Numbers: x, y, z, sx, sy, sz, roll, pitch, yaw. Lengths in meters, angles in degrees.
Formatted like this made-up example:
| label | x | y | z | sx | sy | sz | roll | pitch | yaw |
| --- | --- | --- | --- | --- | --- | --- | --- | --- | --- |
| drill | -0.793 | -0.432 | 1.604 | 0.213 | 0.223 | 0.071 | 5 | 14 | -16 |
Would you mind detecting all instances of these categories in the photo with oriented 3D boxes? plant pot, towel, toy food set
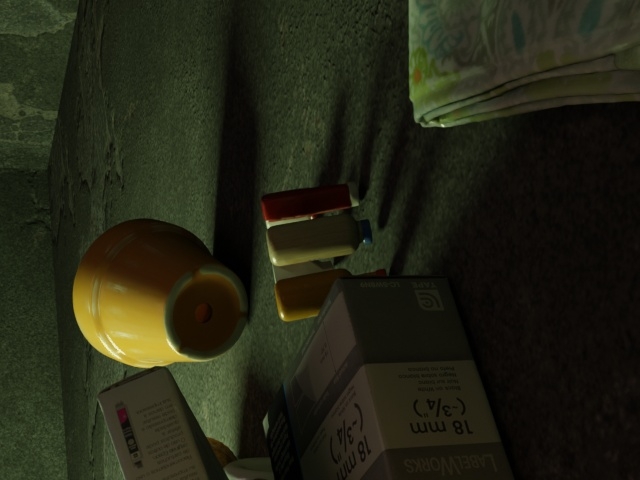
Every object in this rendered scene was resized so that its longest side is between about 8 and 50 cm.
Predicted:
| label | x | y | z | sx | sy | sz | roll | pitch | yaw |
| --- | --- | --- | --- | --- | --- | --- | --- | --- | --- |
| plant pot | -0.200 | 0.081 | 1.402 | 0.188 | 0.205 | 0.205 | 11 | 99 | 53 |
| towel | 0.148 | -0.263 | 0.658 | 0.320 | 0.090 | 0.375 | -178 | 89 | -68 |
| toy food set | 0.000 | 0.000 | 1.053 | 0.232 | 0.104 | 0.111 | -110 | 10 | -80 |

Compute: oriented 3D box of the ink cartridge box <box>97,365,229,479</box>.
| label | x | y | z | sx | sy | sz | roll | pitch | yaw |
| --- | --- | --- | --- | --- | --- | --- | --- | --- | --- |
| ink cartridge box | -0.068 | 0.314 | 0.854 | 0.324 | 0.071 | 0.330 | 78 | 169 | -55 |

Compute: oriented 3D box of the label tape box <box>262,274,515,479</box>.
| label | x | y | z | sx | sy | sz | roll | pitch | yaw |
| --- | --- | --- | --- | --- | --- | --- | --- | --- | --- |
| label tape box | 0.059 | 0.229 | 0.834 | 0.241 | 0.105 | 0.334 | 115 | 148 | -46 |

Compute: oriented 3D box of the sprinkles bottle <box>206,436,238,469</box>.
| label | x | y | z | sx | sy | sz | roll | pitch | yaw |
| --- | --- | --- | --- | --- | --- | --- | --- | --- | --- |
| sprinkles bottle | -0.159 | 0.382 | 1.230 | 0.355 | 0.121 | 0.121 | -95 | 15 | -63 |

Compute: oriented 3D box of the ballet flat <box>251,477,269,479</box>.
| label | x | y | z | sx | sy | sz | roll | pitch | yaw |
| --- | --- | --- | --- | --- | --- | --- | --- | --- | --- |
| ballet flat | 0.014 | 0.274 | 0.753 | 0.073 | 0.080 | 0.232 | -22 | 90 | 29 |

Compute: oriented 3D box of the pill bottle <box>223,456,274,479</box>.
| label | x | y | z | sx | sy | sz | roll | pitch | yaw |
| --- | --- | --- | --- | --- | --- | --- | --- | --- | --- |
| pill bottle | -0.056 | 0.332 | 1.121 | 0.103 | 0.103 | 0.184 | 176 | 95 | -68 |
